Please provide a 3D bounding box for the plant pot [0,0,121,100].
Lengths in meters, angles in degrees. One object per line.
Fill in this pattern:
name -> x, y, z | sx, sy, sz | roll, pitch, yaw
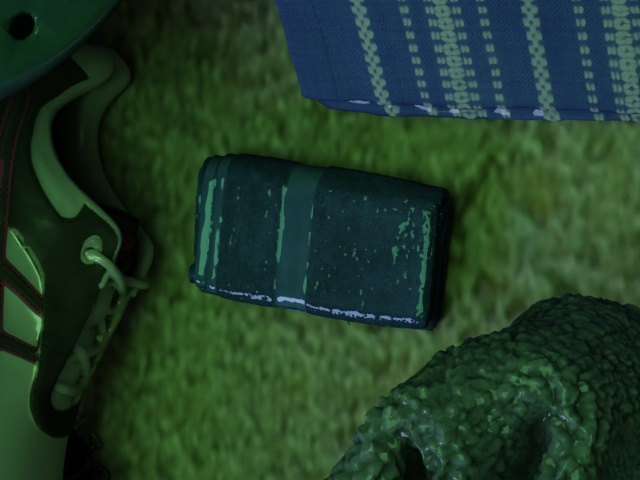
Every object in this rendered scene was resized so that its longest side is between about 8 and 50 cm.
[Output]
plant pot -> -0.188, -0.170, 0.698 | 0.235, 0.293, 0.293 | 34, 109, 50

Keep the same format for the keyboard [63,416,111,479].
keyboard -> -0.165, 0.204, 0.899 | 0.317, 0.033, 0.201 | -16, 86, 25

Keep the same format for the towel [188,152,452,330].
towel -> 0.000, 0.000, 0.807 | 0.119, 0.029, 0.067 | 10, 98, 25

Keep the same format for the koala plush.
koala plush -> 0.107, 0.152, 0.635 | 0.221, 0.196, 0.203 | 42, 100, 30

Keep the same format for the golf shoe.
golf shoe -> -0.135, 0.037, 0.823 | 0.120, 0.105, 0.272 | -10, 80, 10

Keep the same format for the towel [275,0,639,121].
towel -> 0.115, -0.142, 0.665 | 0.336, 0.040, 0.243 | 4, 135, 25
